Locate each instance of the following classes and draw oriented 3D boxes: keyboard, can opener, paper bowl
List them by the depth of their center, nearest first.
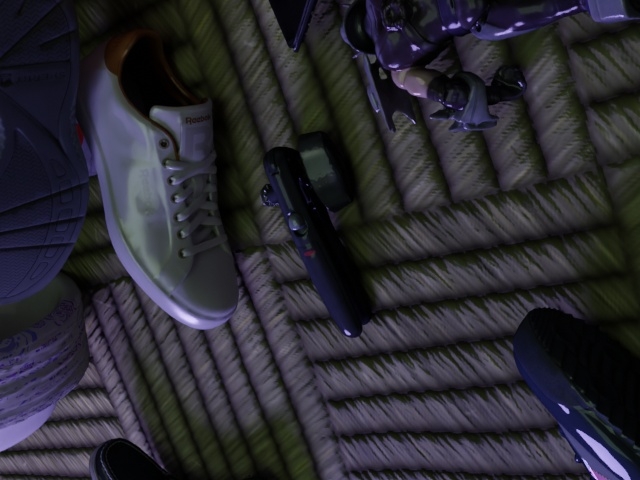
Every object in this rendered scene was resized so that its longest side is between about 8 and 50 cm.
[{"bbox_3d":[-0.007,-0.244,0.608,0.180,0.023,0.108,115,143,-46],"label":"keyboard"},{"bbox_3d":[0.000,0.000,0.709,0.073,0.059,0.186,-11,101,37],"label":"can opener"},{"bbox_3d":[-0.405,0.140,0.901,0.284,0.284,0.148,11,115,31],"label":"paper bowl"}]

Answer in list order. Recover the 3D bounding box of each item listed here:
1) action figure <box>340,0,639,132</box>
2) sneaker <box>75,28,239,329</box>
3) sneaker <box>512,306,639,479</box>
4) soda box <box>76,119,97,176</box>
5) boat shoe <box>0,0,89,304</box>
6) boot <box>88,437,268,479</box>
[{"bbox_3d":[0.112,-0.167,0.544,0.285,0.099,0.185,-2,115,49],"label":"action figure"},{"bbox_3d":[-0.138,-0.057,0.751,0.123,0.106,0.290,-23,94,41],"label":"sneaker"},{"bbox_3d":[0.238,0.195,0.591,0.319,0.112,0.131,47,125,11],"label":"sneaker"},{"bbox_3d":[-0.374,-0.145,0.887,0.286,0.091,0.098,20,117,27],"label":"soda box"},{"bbox_3d":[-0.288,-0.092,0.739,0.103,0.118,0.321,33,125,39],"label":"boat shoe"},{"bbox_3d":[-0.138,0.291,0.908,0.236,0.085,0.178,49,126,0],"label":"boot"}]
